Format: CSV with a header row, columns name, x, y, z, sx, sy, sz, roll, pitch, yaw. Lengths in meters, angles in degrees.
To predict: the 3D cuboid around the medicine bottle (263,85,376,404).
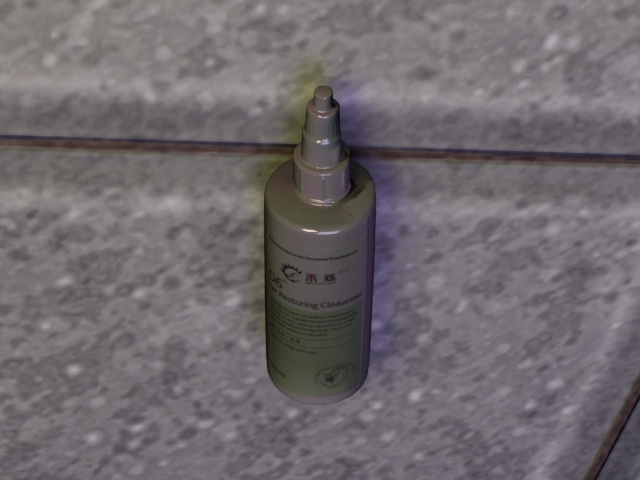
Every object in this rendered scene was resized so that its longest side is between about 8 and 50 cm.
name,x,y,z,sx,sy,sz,roll,pitch,yaw
medicine bottle,0.000,0.000,0.942,0.057,0.058,0.199,-8,137,-10
